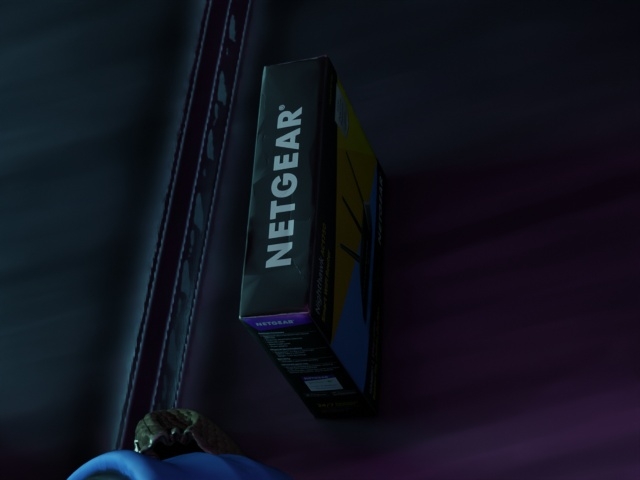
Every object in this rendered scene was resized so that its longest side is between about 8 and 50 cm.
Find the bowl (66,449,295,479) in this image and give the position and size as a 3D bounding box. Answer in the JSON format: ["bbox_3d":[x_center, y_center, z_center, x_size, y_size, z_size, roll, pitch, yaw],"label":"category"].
[{"bbox_3d":[-0.113,0.272,0.574,0.391,0.077,0.391,-52,25,37],"label":"bowl"}]

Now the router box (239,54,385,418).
[{"bbox_3d":[0.000,0.000,0.827,0.046,0.133,0.179,-8,57,17],"label":"router box"}]

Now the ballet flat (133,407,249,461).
[{"bbox_3d":[-0.031,0.177,0.770,0.084,0.058,0.250,-42,54,-8],"label":"ballet flat"}]
